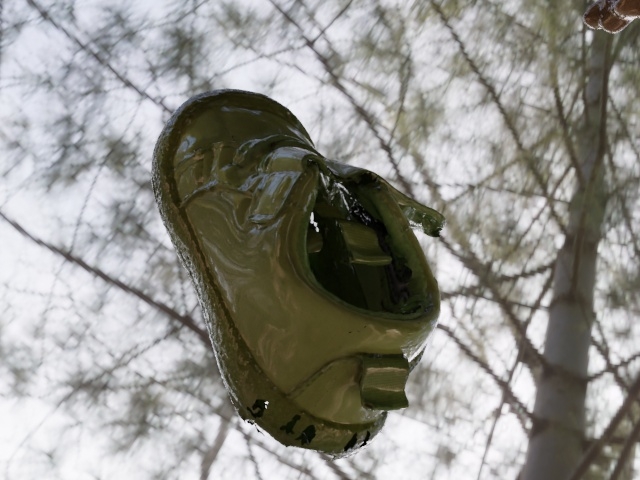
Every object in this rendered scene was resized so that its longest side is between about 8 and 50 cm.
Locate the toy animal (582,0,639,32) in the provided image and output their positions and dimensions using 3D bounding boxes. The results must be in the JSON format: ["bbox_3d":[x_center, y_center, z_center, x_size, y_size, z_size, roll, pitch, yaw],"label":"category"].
[{"bbox_3d":[0.120,-0.075,0.304,0.089,0.150,0.083,18,-29,-32],"label":"toy animal"}]

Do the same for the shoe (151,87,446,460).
[{"bbox_3d":[-0.004,0.004,0.762,0.128,0.262,0.140,-36,-40,28],"label":"shoe"}]
